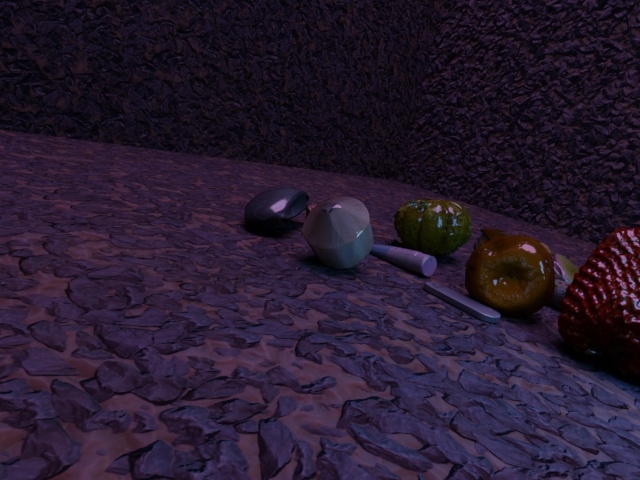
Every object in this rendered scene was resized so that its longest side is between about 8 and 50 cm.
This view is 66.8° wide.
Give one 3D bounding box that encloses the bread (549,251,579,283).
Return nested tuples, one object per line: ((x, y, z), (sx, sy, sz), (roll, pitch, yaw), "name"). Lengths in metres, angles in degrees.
((0.916, 0.128, 1.761), (0.229, 0.033, 0.228), (28, 33, -20), "bread")

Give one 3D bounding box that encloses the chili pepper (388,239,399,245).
((0.284, 0.010, 1.902), (0.027, 0.022, 0.083), (-18, -2, 31), "chili pepper")

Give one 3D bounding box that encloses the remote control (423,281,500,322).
((0.395, 0.171, 1.371), (0.077, 0.022, 0.245), (4, 16, -41), "remote control")

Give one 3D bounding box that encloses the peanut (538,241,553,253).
((0.839, 0.073, 1.904), (0.148, 0.147, 0.319), (18, 12, 18), "peanut")

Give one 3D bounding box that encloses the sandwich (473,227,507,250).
((0.719, 0.033, 2.001), (0.128, 0.122, 0.235), (10, 16, 6), "sandwich")

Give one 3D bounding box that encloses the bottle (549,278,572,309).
((0.762, 0.171, 1.567), (0.099, 0.098, 0.152), (5, 9, -27), "bottle")

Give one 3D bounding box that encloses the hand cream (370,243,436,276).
((0.251, 0.051, 1.661), (0.111, 0.070, 0.312), (0, 11, -37), "hand cream")

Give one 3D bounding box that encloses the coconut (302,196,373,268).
((0.051, -0.032, 1.428), (0.202, 0.202, 0.222), (21, -28, 29), "coconut")

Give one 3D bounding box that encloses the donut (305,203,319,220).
((0.044, -0.078, 1.893), (0.233, 0.085, 0.199), (18, 15, 20), "donut")

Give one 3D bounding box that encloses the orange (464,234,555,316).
((0.551, 0.097, 1.406), (0.249, 0.248, 0.183), (19, 0, 24), "orange")

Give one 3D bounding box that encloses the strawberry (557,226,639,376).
((0.751, 0.141, 1.141), (0.267, 0.350, 0.312), (12, 6, -41), "strawberry")

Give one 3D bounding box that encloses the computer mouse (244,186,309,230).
((-0.155, -0.133, 1.755), (0.204, 0.114, 0.374), (-14, 11, 14), "computer mouse")

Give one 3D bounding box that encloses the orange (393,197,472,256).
((0.422, -0.052, 1.863), (0.301, 0.223, 0.301), (7, 9, -6), "orange")
